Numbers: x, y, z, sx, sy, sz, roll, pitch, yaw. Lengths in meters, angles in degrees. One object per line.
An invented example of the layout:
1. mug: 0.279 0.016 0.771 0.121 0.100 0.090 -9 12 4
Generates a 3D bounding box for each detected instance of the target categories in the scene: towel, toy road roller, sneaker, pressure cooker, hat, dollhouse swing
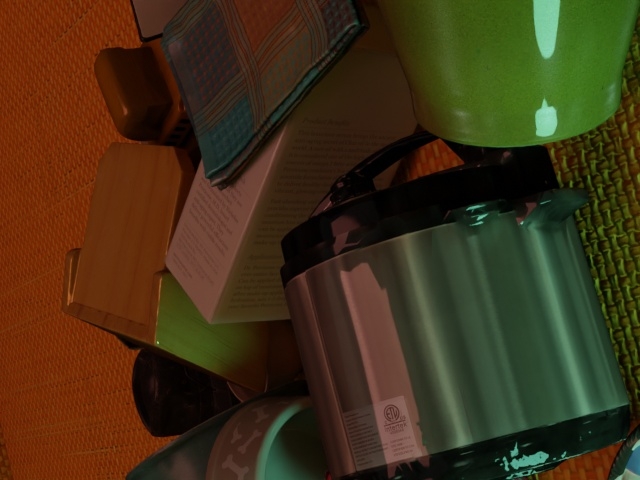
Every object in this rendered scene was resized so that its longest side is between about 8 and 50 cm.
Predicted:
1. towel: -0.087 -0.274 1.621 0.370 0.040 0.271 -43 58 44
2. toy road roller: -0.284 -0.241 2.160 0.329 0.241 0.202 -46 61 52
3. sneaker: 0.387 0.298 1.478 0.081 0.080 0.211 25 125 31
4. pressure cooker: 0.148 0.079 1.473 0.375 0.370 0.420 71 -177 -79
5. hat: -0.289 0.295 2.425 0.331 0.134 0.331 26 123 49
6. dollhouse swing: -0.233 0.039 2.073 0.347 0.315 0.305 8 73 54

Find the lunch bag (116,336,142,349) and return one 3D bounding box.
1. lunch bag: -0.348 0.045 2.372 0.235 0.169 0.287 -131 42 -68

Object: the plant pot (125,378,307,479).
1. plant pot: -0.096 0.457 2.040 0.334 0.341 0.341 61 144 12

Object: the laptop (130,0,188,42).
1. laptop: -0.139 -0.558 1.804 0.236 0.408 0.382 70 -178 -59

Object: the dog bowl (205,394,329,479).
1. dog bowl: -0.005 0.391 1.861 0.102 0.349 0.348 -27 77 42

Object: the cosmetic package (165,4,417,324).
1. cosmetic package: -0.032 -0.107 1.769 0.161 0.230 0.453 49 126 39

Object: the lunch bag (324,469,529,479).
1. lunch bag: 0.152 0.376 1.739 0.293 0.120 0.258 40 132 14

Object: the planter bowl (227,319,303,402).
1. planter bowl: -0.089 0.190 2.118 0.162 0.109 0.162 24 120 51

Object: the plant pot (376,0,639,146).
1. plant pot: 0.203 -0.302 1.349 0.366 0.366 0.353 28 134 50

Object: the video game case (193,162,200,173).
1. video game case: -0.176 -0.036 2.155 0.232 0.042 0.210 -21 98 45
